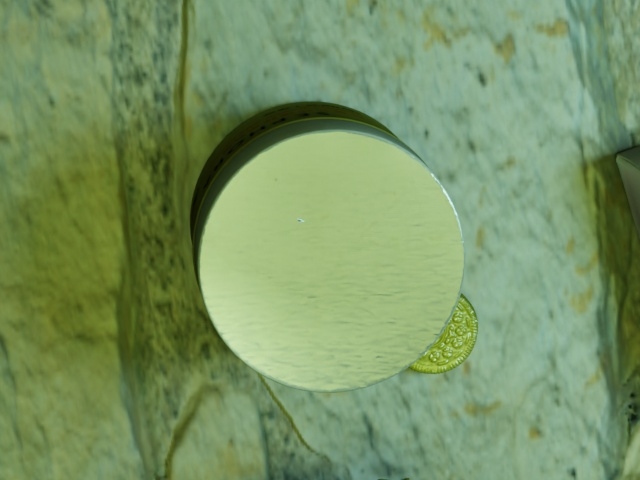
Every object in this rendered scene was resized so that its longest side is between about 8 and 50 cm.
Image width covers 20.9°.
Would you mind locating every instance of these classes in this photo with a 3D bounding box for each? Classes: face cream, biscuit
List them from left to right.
[{"bbox_3d":[0.000,0.000,1.464,0.218,0.179,0.218,-1,102,-6],"label":"face cream"},{"bbox_3d":[0.102,0.081,1.573,0.084,0.023,0.084,-1,102,-6],"label":"biscuit"}]

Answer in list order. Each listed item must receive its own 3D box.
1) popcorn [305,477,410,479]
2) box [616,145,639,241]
[{"bbox_3d":[0.032,0.300,1.533,0.156,0.197,0.197,-4,104,24],"label":"popcorn"},{"bbox_3d":[0.400,0.011,1.554,0.203,0.106,0.251,-18,102,-1],"label":"box"}]
